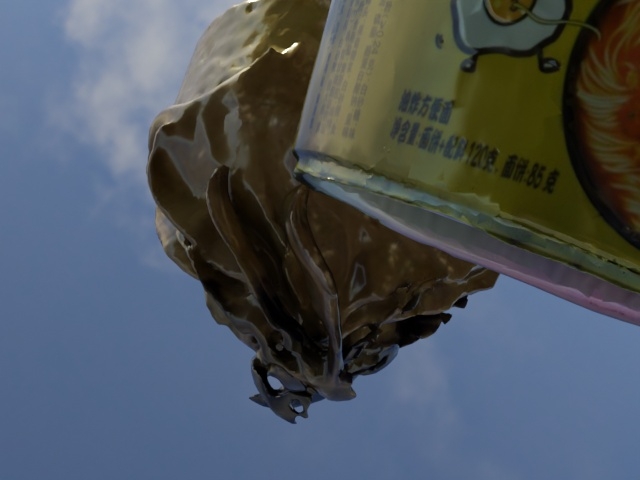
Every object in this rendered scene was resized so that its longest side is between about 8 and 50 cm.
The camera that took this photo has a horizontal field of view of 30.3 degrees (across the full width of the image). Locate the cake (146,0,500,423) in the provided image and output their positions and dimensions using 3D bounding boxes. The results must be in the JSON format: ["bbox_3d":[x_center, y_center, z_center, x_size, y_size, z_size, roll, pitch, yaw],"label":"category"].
[{"bbox_3d":[-0.008,-0.001,1.016,0.332,0.332,0.321,32,-124,-22],"label":"cake"}]

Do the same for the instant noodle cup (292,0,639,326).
[{"bbox_3d":[0.143,-0.102,0.559,0.325,0.254,0.325,23,179,1],"label":"instant noodle cup"}]
